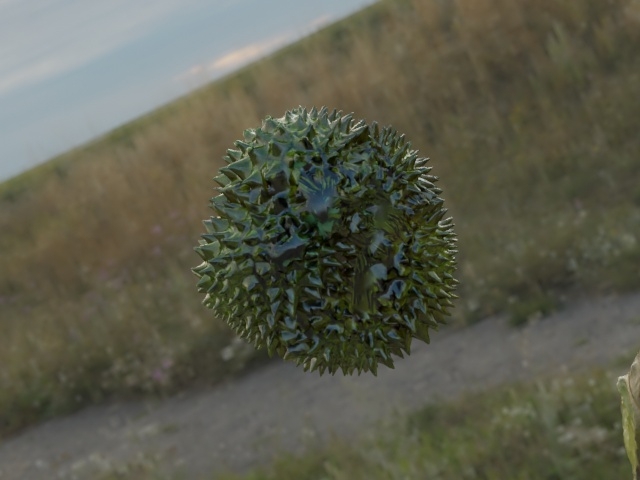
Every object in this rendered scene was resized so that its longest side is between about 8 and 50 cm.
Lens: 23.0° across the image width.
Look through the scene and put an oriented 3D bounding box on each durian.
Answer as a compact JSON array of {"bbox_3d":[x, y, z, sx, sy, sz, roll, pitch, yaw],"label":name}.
[{"bbox_3d":[-0.002,-0.001,1.574,0.291,0.291,0.224,-27,26,-10],"label":"durian"}]

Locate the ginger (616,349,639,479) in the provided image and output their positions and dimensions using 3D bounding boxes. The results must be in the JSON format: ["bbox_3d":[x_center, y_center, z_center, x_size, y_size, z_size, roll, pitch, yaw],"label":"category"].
[{"bbox_3d":[0.412,0.142,1.740,0.126,0.190,0.354,-85,15,-51],"label":"ginger"}]
